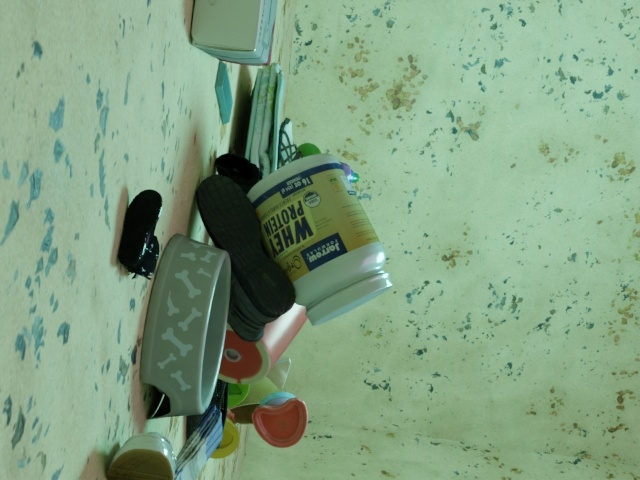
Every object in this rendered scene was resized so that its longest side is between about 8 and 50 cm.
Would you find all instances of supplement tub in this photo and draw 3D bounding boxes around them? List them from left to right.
[{"bbox_3d":[0.000,0.000,1.642,0.316,0.228,0.228,63,-6,10],"label":"supplement tub"}]

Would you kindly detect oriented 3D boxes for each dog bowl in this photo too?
[{"bbox_3d":[-0.242,0.164,1.436,0.349,0.102,0.349,-173,-90,-90],"label":"dog bowl"}]

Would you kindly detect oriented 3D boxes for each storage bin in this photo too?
[{"bbox_3d":[-0.283,0.420,1.931,0.122,0.084,0.180,-81,178,-55],"label":"storage bin"}]

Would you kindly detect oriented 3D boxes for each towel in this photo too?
[{"bbox_3d":[-0.265,0.459,1.436,0.285,0.034,0.209,-56,168,-30],"label":"towel"},{"bbox_3d":[-0.164,-0.275,2.132,0.320,0.090,0.375,169,-70,-82],"label":"towel"}]

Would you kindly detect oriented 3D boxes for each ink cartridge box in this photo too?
[{"bbox_3d":[-0.150,-0.443,1.435,0.283,0.117,0.207,-82,180,-81],"label":"ink cartridge box"}]

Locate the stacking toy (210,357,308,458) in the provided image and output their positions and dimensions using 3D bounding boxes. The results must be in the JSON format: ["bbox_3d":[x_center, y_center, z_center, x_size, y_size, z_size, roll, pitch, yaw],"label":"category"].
[{"bbox_3d":[-0.194,0.435,2.115,0.130,0.308,0.280,-111,-163,-74],"label":"stacking toy"}]

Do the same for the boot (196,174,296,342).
[{"bbox_3d":[-0.196,0.048,1.638,0.222,0.118,0.338,-41,-109,56],"label":"boot"}]

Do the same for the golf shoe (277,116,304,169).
[{"bbox_3d":[-0.085,-0.244,2.160,0.077,0.093,0.198,156,-59,-78],"label":"golf shoe"}]

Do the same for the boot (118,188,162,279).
[{"bbox_3d":[-0.248,-0.005,1.093,0.099,0.045,0.121,85,20,-79],"label":"boot"}]

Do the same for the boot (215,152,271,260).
[{"bbox_3d":[-0.158,-0.071,1.799,0.094,0.246,0.207,-35,155,-27],"label":"boot"}]

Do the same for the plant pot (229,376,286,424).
[{"bbox_3d":[-0.229,0.461,2.579,0.237,0.237,0.255,97,-12,-61],"label":"plant pot"}]

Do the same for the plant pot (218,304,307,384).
[{"bbox_3d":[-0.176,0.196,1.859,0.243,0.274,0.275,-67,168,-51],"label":"plant pot"}]

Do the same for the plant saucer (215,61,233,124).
[{"bbox_3d":[-0.215,-0.329,1.729,0.192,0.018,0.067,94,4,-74],"label":"plant saucer"}]

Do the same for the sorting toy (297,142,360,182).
[{"bbox_3d":[-0.024,-0.213,2.234,0.126,0.365,0.127,10,96,-47],"label":"sorting toy"}]

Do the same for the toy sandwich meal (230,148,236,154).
[{"bbox_3d":[-0.224,-0.198,2.021,0.085,0.029,0.086,8,90,-90],"label":"toy sandwich meal"}]

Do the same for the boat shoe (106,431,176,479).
[{"bbox_3d":[-0.273,0.343,1.199,0.277,0.098,0.096,113,-13,-54],"label":"boat shoe"}]
